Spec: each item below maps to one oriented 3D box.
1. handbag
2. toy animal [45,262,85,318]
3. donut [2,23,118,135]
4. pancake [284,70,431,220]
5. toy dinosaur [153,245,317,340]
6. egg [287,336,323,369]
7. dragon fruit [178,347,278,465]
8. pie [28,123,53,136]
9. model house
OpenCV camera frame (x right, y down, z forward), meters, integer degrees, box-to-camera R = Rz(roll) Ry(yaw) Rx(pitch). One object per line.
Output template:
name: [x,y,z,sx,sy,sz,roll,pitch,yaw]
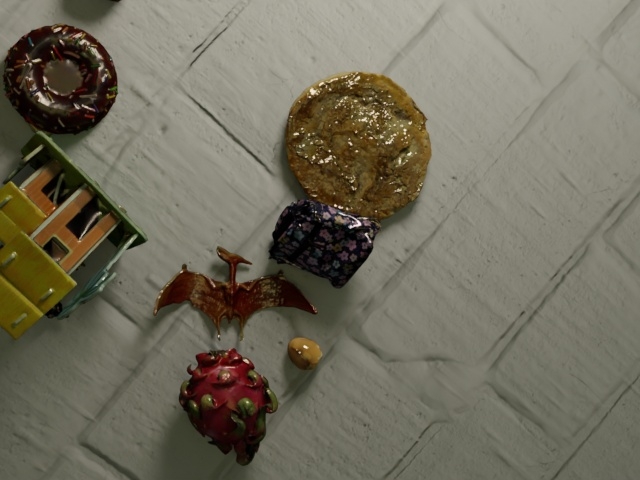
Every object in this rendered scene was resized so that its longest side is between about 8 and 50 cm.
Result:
handbag: [0.000,0.000,1.862,0.207,0.229,0.127,25,51,-12]
toy animal: [-0.574,0.090,1.817,0.105,0.070,0.203,29,82,-57]
donut: [-0.531,-0.332,1.739,0.234,0.089,0.235,-1,93,-20]
pancake: [0.088,-0.207,1.905,0.355,0.065,0.356,-2,99,-9]
toy dinosaur: [-0.183,0.133,1.878,0.327,0.113,0.207,29,92,-16]
egg: [-0.038,0.258,1.947,0.071,0.071,0.083,-44,92,-2]
dragon fruit: [-0.204,0.363,1.879,0.218,0.273,0.198,-3,55,-6]
pie: [-0.576,-0.259,1.787,0.084,0.020,0.085,-2,98,-13]
model house: [-0.540,0.001,1.628,0.300,0.340,0.324,47,66,-16]
